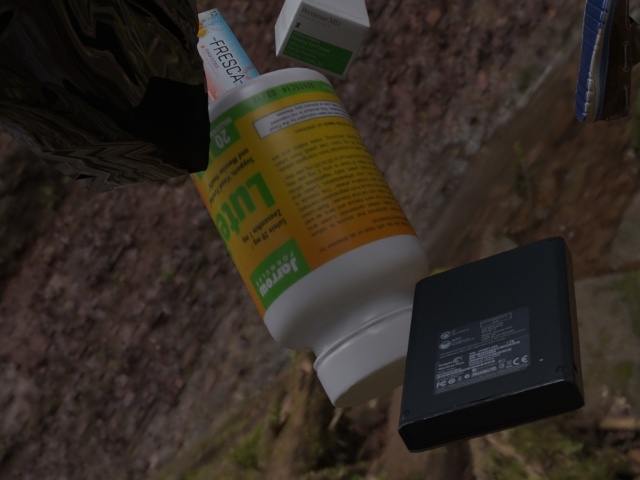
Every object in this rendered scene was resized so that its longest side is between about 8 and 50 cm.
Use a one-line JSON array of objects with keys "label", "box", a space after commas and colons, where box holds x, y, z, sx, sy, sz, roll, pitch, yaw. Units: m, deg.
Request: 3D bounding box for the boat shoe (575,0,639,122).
[{"label": "boat shoe", "box": [0.331, -0.222, 1.262, 0.066, 0.066, 0.183, -99, 11, -61]}]

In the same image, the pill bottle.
[{"label": "pill bottle", "box": [0.000, 0.000, 0.884, 0.136, 0.246, 0.136, -25, -19, -9]}]

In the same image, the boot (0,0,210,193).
[{"label": "boot", "box": [-0.165, -0.242, 0.634, 0.445, 0.146, 0.367, 31, -117, -74]}]

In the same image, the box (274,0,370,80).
[{"label": "box", "box": [0.001, -0.280, 1.477, 0.102, 0.101, 0.087, -96, 28, -56]}]

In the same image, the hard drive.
[{"label": "hard drive", "box": [0.092, 0.052, 0.614, 0.094, 0.022, 0.135, -20, 27, 20]}]

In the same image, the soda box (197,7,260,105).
[{"label": "soda box", "box": [-0.106, -0.175, 1.239, 0.063, 0.183, 0.058, -21, -38, -13]}]
